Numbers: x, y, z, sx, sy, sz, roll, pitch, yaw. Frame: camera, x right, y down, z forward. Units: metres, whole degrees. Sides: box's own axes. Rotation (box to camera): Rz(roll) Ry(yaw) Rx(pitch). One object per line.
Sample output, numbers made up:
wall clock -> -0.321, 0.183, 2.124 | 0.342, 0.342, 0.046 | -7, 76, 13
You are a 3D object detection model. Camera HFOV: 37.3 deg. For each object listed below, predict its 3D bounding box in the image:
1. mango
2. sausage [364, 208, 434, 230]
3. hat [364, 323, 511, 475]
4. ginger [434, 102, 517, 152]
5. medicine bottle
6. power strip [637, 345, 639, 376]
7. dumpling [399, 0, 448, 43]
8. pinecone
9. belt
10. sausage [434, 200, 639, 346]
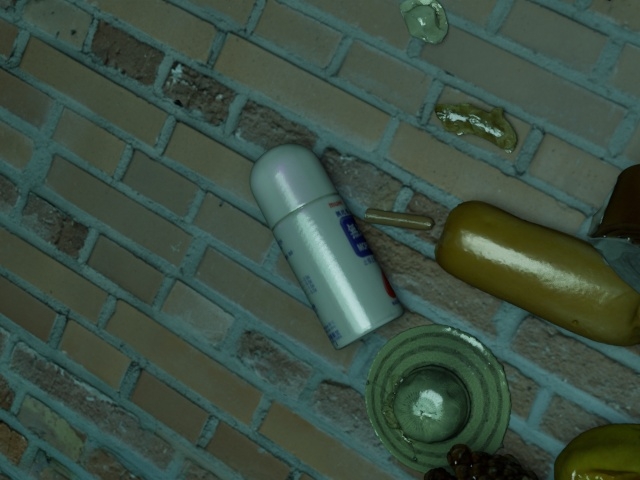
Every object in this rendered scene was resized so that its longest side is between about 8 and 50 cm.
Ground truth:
mango -> 0.504, 0.399, 1.350 | 0.365, 0.182, 0.253 | 30, 105, 28
sausage -> 0.128, -0.033, 1.541 | 0.116, 0.026, 0.026 | 9, 96, 20
hat -> 0.173, 0.263, 1.496 | 0.252, 0.110, 0.252 | 1, 93, 21
ginger -> 0.244, -0.183, 1.480 | 0.137, 0.044, 0.057 | 21, 71, 13
medicine bottle -> 0.000, 0.000, 1.537 | 0.130, 0.130, 0.341 | -32, 81, 20
power strip -> 0.544, 0.185, 1.342 | 0.216, 0.044, 0.137 | 0, 137, 45
dumpling -> 0.166, -0.350, 1.504 | 0.076, 0.057, 0.052 | 37, 145, 39
pinecone -> 0.232, 0.431, 1.425 | 0.224, 0.224, 0.272 | 50, 131, 12
belt -> 0.535, 0.026, 1.277 | 0.338, 0.217, 0.122 | 31, 68, 7
sausage -> 0.347, 0.053, 1.418 | 0.353, 0.116, 0.134 | 23, 94, 15
